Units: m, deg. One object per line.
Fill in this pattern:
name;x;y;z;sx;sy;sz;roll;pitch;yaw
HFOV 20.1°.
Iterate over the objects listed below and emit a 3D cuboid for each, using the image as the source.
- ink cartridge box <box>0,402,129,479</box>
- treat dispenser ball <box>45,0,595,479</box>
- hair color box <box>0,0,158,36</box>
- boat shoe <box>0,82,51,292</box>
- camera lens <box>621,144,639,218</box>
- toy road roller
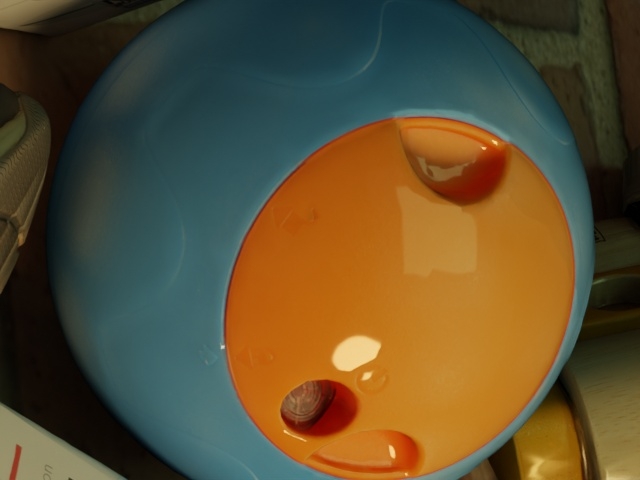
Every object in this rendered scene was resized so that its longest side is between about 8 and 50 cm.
ink cartridge box;-0.143;0.209;0.828;0.353;0.119;0.207;37;43;-32
treat dispenser ball;0.000;0.000;0.954;0.288;0.288;0.288;13;72;-47
hair color box;-0.195;-0.185;0.847;0.339;0.185;0.110;6;76;-49
boat shoe;-0.242;0.044;0.718;0.130;0.132;0.355;33;55;6
camera lens;0.347;0.059;1.398;0.219;0.219;0.274;8;76;-48
toy road roller;0.199;0.127;1.157;0.329;0.202;0.241;-114;-167;-69
